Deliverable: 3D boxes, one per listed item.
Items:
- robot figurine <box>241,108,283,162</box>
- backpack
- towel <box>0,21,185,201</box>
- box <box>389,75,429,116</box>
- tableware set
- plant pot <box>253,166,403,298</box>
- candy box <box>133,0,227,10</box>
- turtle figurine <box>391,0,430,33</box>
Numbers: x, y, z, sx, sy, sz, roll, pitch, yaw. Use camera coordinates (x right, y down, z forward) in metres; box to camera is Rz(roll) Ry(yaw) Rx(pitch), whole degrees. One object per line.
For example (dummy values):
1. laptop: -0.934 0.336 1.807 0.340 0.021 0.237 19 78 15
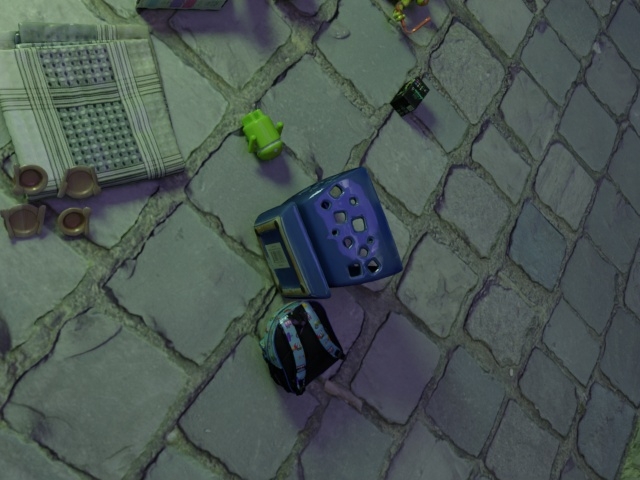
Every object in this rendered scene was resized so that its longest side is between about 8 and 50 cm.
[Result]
1. robot figurine: -0.126 -0.227 1.282 0.101 0.067 0.115 -37 102 -42
2. backpack: -0.050 0.204 1.208 0.158 0.117 0.173 -35 119 -28
3. towel: -0.435 -0.259 1.109 0.312 0.056 0.324 -16 90 -32
4. box: 0.233 -0.375 1.521 0.052 0.062 0.083 44 63 -17
5. tableware set: -0.478 -0.069 1.042 0.168 0.020 0.141 -2 114 -36
6. plant pot: 0.000 0.000 1.235 0.212 0.236 0.236 -24 96 -24
7. candy box: -0.305 -0.578 1.225 0.196 0.070 0.165 -14 90 -32
8. turtle figurine: 0.215 -0.690 1.544 0.217 0.087 0.269 29 77 -16
